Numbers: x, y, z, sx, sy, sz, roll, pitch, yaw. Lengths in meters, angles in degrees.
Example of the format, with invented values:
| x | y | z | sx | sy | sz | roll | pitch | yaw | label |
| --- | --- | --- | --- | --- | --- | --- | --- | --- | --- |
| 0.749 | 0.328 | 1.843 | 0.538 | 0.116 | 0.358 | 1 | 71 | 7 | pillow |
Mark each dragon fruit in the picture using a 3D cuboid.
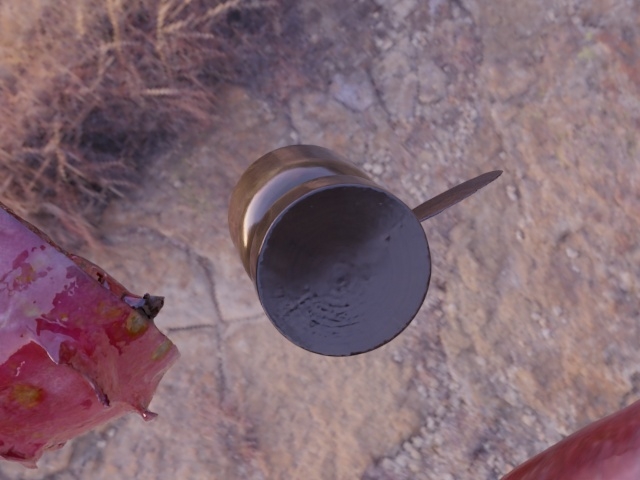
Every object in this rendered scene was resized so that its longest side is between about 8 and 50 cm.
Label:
| x | y | z | sx | sy | sz | roll | pitch | yaw | label |
| --- | --- | --- | --- | --- | --- | --- | --- | --- | --- |
| -0.337 | 0.088 | 1.088 | 0.371 | 0.386 | 0.249 | 25 | 73 | 42 | dragon fruit |

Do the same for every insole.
| x | y | z | sx | sy | sz | roll | pitch | yaw | label |
| --- | --- | --- | --- | --- | --- | --- | --- | --- | --- |
| 0.130 | -0.030 | 1.609 | 0.328 | 0.007 | 0.111 | -28 | 9 | -10 | insole |

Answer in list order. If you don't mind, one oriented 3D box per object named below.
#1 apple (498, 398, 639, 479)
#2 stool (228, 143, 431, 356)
| x | y | z | sx | sy | sz | roll | pitch | yaw | label |
| --- | --- | --- | --- | --- | --- | --- | --- | --- | --- |
| 0.206 | 0.205 | 0.481 | 0.345 | 0.345 | 0.269 | -26 | 65 | 18 | apple |
| 0.000 | 0.000 | 1.190 | 0.179 | 0.179 | 0.264 | -47 | 18 | 3 | stool |
